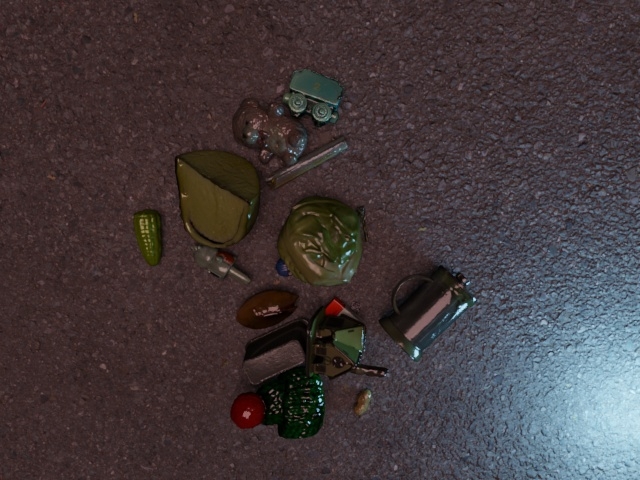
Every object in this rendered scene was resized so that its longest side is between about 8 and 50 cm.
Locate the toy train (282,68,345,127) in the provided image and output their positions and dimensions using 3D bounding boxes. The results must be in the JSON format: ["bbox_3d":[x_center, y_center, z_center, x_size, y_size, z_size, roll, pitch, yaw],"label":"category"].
[{"bbox_3d":[-0.023,-0.492,1.636,0.203,0.112,0.162,20,92,-3],"label":"toy train"}]

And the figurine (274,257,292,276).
[{"bbox_3d":[-0.090,0.101,1.748,0.149,0.086,0.087,20,122,-14],"label":"figurine"}]

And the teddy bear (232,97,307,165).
[{"bbox_3d":[-0.175,-0.373,1.629,0.267,0.151,0.236,19,130,-8],"label":"teddy bear"}]

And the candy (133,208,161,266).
[{"bbox_3d":[-0.623,-0.007,1.722,0.097,0.097,0.209,-5,101,1],"label":"candy"}]

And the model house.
[{"bbox_3d":[0.105,0.365,1.648,0.279,0.205,0.218,5,106,14],"label":"model house"}]

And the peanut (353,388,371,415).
[{"bbox_3d":[0.162,0.628,1.833,0.054,0.054,0.113,21,98,-3],"label":"peanut"}]

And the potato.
[{"bbox_3d":[-0.337,-0.130,1.664,0.330,0.213,0.280,31,124,17],"label":"potato"}]

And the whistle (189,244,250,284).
[{"bbox_3d":[-0.366,0.086,1.728,0.253,0.102,0.105,32,94,-2],"label":"whistle"}]

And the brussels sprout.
[{"bbox_3d":[0.000,0.000,1.638,0.328,0.247,0.327,1,81,-6],"label":"brussels sprout"}]

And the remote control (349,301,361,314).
[{"bbox_3d":[0.123,0.281,1.797,0.039,0.014,0.096,20,97,8],"label":"remote control"}]

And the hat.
[{"bbox_3d":[-0.160,0.586,1.702,0.333,0.242,0.274,-1,116,-18],"label":"hat"}]

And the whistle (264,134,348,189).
[{"bbox_3d":[-0.053,-0.277,1.689,0.327,0.068,0.057,-27,69,5],"label":"whistle"}]

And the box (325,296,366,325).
[{"bbox_3d":[0.080,0.298,1.773,0.152,0.048,0.100,41,103,3],"label":"box"}]

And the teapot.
[{"bbox_3d":[0.377,0.229,1.694,0.337,0.200,0.270,-44,106,4],"label":"teapot"}]

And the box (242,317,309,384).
[{"bbox_3d":[-0.150,0.412,1.737,0.274,0.178,0.138,-26,98,5],"label":"box"}]

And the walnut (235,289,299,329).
[{"bbox_3d":[-0.193,0.250,1.739,0.245,0.137,0.137,-20,98,3],"label":"walnut"}]

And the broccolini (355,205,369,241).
[{"bbox_3d":[0.155,-0.060,1.742,0.035,0.030,0.139,-8,103,10],"label":"broccolini"}]
